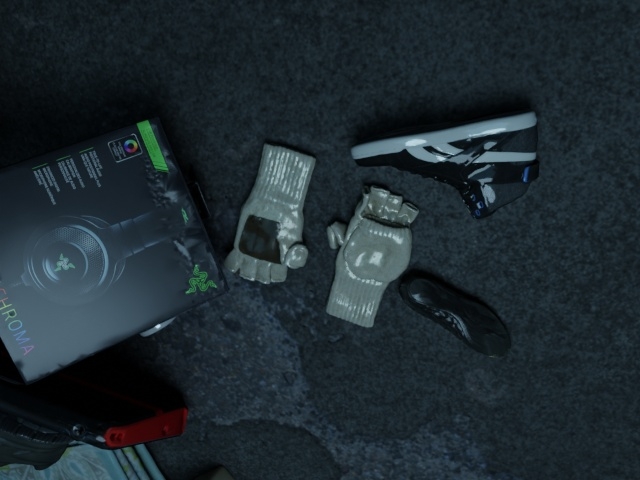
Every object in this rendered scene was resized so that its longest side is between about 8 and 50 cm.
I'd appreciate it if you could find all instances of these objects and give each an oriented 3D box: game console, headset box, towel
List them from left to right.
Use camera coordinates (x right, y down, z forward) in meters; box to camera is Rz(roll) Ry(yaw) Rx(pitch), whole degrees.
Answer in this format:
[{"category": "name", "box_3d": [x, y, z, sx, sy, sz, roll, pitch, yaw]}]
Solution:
[{"category": "game console", "box_3d": [-0.400, 0.207, 0.817, 0.387, 0.342, 0.060, 17, 81, 7]}, {"category": "towel", "box_3d": [-0.417, 0.483, 1.047, 0.321, 0.090, 0.374, -16, 106, 22]}, {"category": "headset box", "box_3d": [-0.283, -0.001, 0.738, 0.283, 0.131, 0.246, -24, 106, -19]}]

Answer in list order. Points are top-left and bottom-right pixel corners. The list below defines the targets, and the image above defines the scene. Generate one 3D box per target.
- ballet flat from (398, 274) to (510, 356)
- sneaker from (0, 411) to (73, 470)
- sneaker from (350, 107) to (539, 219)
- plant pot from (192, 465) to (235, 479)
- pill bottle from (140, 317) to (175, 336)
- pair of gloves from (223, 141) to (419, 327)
[{"category": "ballet flat", "box_3d": [0.183, 0.099, 0.776, 0.173, 0.049, 0.057, 34, 82, -4]}, {"category": "sneaker", "box_3d": [-0.523, 0.285, 0.871, 0.286, 0.109, 0.130, 24, 117, -14]}, {"category": "sneaker", "box_3d": [0.150, -0.078, 0.688, 0.217, 0.079, 0.121, -8, 107, 15]}, {"category": "plant pot", "box_3d": [-0.185, 0.448, 0.966, 0.109, 0.096, 0.109, -33, 99, 23]}, {"category": "pill bottle", "box_3d": [-0.271, 0.080, 0.865, 0.065, 0.065, 0.116, -26, 102, 22]}, {"category": "pair of gloves", "box_3d": [0.000, 0.000, 0.778, 0.240, 0.042, 0.204, 25, 114, 3]}]
